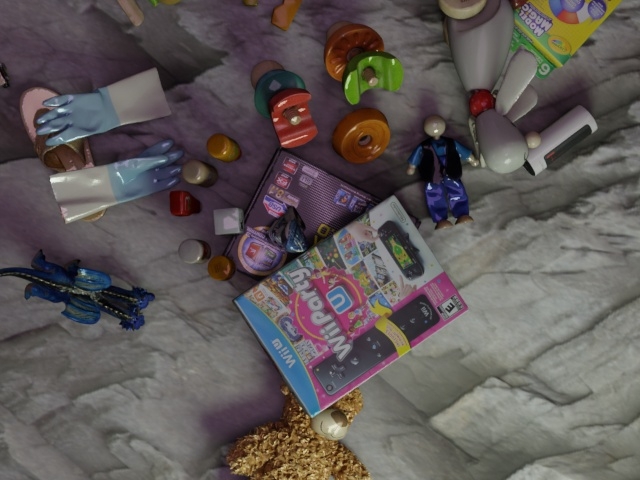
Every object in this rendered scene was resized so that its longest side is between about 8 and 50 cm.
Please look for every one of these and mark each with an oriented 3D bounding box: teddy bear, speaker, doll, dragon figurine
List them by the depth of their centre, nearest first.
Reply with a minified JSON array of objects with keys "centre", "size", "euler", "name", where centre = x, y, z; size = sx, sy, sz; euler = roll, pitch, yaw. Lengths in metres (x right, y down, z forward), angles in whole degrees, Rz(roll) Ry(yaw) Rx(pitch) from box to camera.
[{"centre":[-0.384,0.078,1.768],"size":[0.144,0.289,0.085],"euler":[19,89,32],"name":"dragon figurine"},{"centre":[-0.038,0.381,1.864],"size":[0.245,0.113,0.338],"euler":[42,89,-8],"name":"teddy bear"},{"centre":[0.208,-0.118,1.893],"size":[0.129,0.046,0.189],"euler":[-13,91,-11],"name":"doll"},{"centre":[0.397,-0.168,1.905],"size":[0.136,0.055,0.055],"euler":[-36,96,-3],"name":"speaker"}]

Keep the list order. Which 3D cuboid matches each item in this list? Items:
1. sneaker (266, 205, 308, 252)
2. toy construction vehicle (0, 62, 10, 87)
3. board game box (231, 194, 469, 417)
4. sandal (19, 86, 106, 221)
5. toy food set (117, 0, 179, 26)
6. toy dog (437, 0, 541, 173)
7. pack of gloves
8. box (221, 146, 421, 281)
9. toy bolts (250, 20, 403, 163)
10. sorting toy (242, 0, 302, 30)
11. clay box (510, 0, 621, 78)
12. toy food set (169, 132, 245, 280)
[{"centre":[-0.055,-0.005,1.773],"size":[0.058,0.135,0.052],"euler":[-30,105,9],"name":"sneaker"},{"centre":[-0.546,-0.262,1.819],"size":[0.086,0.035,0.098],"euler":[-28,93,7],"name":"toy construction vehicle"},{"centre":[0.046,0.104,1.786],"size":[0.303,0.097,0.224],"euler":[-34,91,-8],"name":"board game box"},{"centre":[-0.411,-0.142,1.812],"size":[0.088,0.079,0.240],"euler":[-26,95,-4],"name":"sandal"},{"centre":[-0.258,-0.450,1.831],"size":[0.192,0.038,0.132],"euler":[-37,96,-3],"name":"toy food set"},{"centre":[0.296,-0.283,1.797],"size":[0.161,0.220,0.333],"euler":[-16,94,6],"name":"toy dog"},{"centre":[-0.326,-0.155,1.795],"size":[0.232,0.046,0.195],"euler":[-22,101,-29],"name":"pack of gloves"},{"centre":[0.000,0.000,1.871],"size":[0.270,0.060,0.216],"euler":[28,90,-6],"name":"box"},{"centre":[-0.001,-0.239,1.848],"size":[0.228,0.158,0.218],"euler":[-17,135,-14],"name":"toy bolts"},{"centre":[-0.054,-0.515,1.853],"size":[0.229,0.041,0.307],"euler":[27,90,-11],"name":"sorting toy"},{"centre":[0.409,-0.391,1.895],"size":[0.127,0.053,0.222],"euler":[42,88,-6],"name":"clay box"},{"centre":[-0.173,-0.048,1.821],"size":[0.111,0.104,0.232],"euler":[-6,86,12],"name":"toy food set"}]
